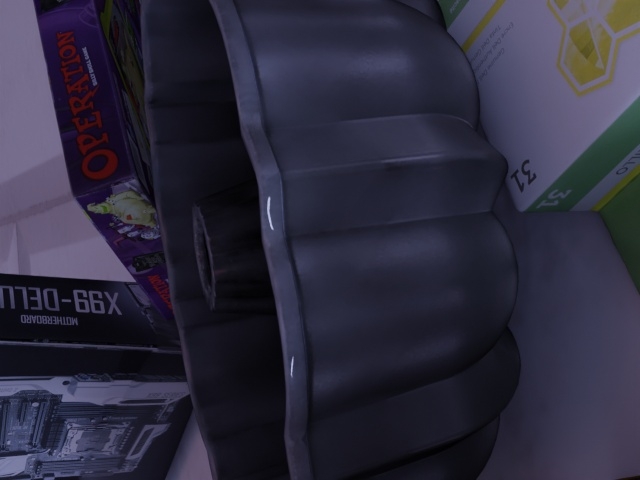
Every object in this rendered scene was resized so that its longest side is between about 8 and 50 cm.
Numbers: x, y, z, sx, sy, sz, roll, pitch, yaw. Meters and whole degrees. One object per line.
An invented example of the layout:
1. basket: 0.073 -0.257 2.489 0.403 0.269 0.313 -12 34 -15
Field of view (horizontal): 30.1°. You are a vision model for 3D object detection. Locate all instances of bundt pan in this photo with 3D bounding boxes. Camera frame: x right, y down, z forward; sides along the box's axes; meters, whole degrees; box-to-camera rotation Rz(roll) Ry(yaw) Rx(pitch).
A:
1. bundt pan: 0.000 0.000 0.593 0.331 0.124 0.330 172 90 -76

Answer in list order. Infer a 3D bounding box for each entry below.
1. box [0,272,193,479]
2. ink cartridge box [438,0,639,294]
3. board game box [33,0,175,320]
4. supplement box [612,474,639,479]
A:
1. box: -0.243 0.159 0.955 0.076 0.243 0.307 -108 33 -44
2. ink cartridge box: 0.141 -0.057 0.466 0.171 0.056 0.235 -52 47 48
3. board game box: -0.157 -0.135 0.871 0.208 0.056 0.346 61 -169 -62
4. supplement box: 0.103 0.149 0.405 0.191 0.194 0.129 -30 66 57
